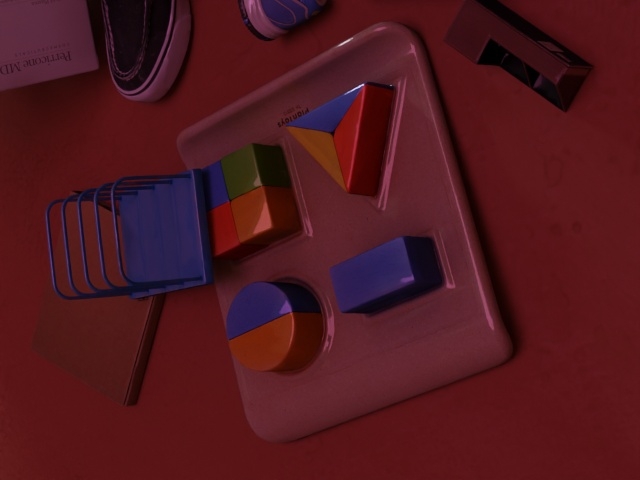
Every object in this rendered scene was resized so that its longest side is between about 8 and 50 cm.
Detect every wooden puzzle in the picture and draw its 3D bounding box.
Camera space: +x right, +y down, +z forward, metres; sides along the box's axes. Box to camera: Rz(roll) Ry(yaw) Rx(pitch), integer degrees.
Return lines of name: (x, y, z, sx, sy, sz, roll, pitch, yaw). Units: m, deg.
wooden puzzle: (0.000, 0.000, 1.547, 0.322, 0.080, 0.347, -25, 77, 35)

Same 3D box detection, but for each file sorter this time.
file sorter: (-0.201, -0.001, 1.628, 0.170, 0.105, 0.118, -13, 84, 55)

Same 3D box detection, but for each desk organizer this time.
desk organizer: (0.178, -0.171, 1.430, 0.130, 0.047, 0.050, 40, 116, 29)

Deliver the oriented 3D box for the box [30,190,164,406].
box: (-0.247, 0.063, 1.771, 0.164, 0.021, 0.201, 26, 107, 34)

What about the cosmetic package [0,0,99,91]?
cosmetic package: (-0.443, -0.282, 1.647, 0.097, 0.377, 0.284, 19, 121, 59)

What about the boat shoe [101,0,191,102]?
boat shoe: (-0.202, -0.302, 1.674, 0.113, 0.105, 0.306, 14, 100, 36)

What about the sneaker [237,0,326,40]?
sneaker: (-0.049, -0.312, 1.584, 0.081, 0.080, 0.211, -14, 93, 30)
